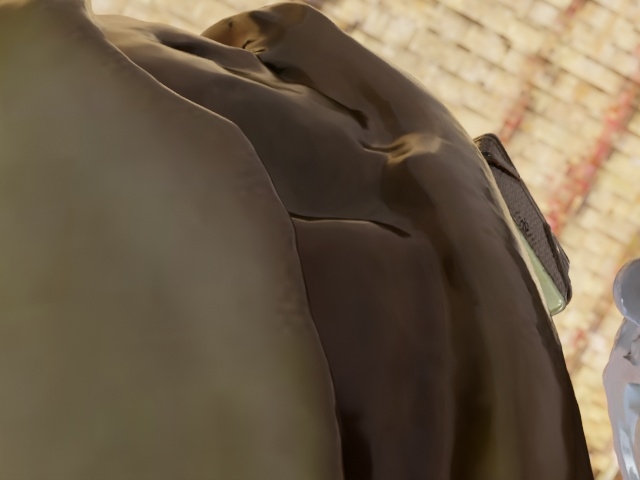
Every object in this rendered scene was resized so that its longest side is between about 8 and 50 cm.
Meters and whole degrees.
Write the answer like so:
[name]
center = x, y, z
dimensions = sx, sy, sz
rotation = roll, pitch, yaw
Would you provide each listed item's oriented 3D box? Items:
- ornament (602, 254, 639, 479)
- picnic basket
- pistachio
[ornament]
center = 0.376, 0.133, 1.304
dimensions = 0.337, 0.337, 0.337
rotation = 28, -171, -5
[picnic basket]
center = 0.130, 0.003, 1.529
dimensions = 0.164, 0.115, 0.079
rotation = 57, -158, -19
[pistachio]
center = -0.030, 0.065, 0.423
dimensions = 0.166, 0.197, 0.288
rotation = 14, -134, -29
